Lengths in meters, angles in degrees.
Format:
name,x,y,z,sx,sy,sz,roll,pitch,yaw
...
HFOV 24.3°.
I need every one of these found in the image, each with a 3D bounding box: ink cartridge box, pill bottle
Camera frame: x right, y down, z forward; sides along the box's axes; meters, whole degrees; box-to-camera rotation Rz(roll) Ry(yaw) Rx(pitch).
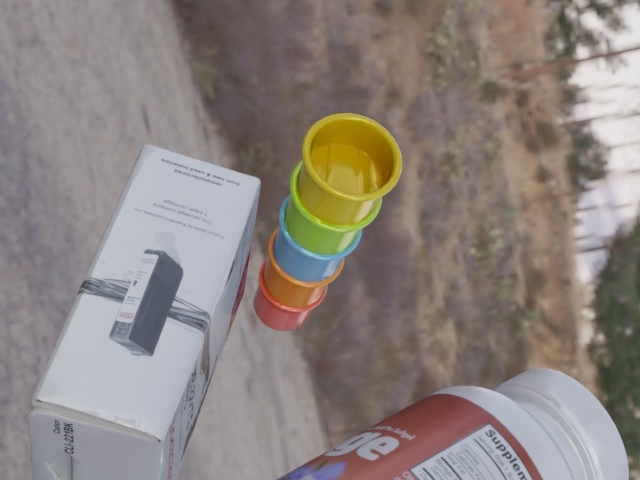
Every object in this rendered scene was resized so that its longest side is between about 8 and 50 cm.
name,x,y,z,sx,sy,sz,roll,pitch,yaw
ink cartridge box,-0.149,0.088,1.289,0.197,0.114,0.273,103,6,-56
pill bottle,0.056,0.150,0.778,0.121,0.216,0.121,33,-45,40

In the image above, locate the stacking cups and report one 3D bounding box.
name,x,y,z,sx,sy,sz,roll,pitch,yaw
stacking cups,0.000,0.000,1.484,0.316,0.096,0.096,111,-28,-58
